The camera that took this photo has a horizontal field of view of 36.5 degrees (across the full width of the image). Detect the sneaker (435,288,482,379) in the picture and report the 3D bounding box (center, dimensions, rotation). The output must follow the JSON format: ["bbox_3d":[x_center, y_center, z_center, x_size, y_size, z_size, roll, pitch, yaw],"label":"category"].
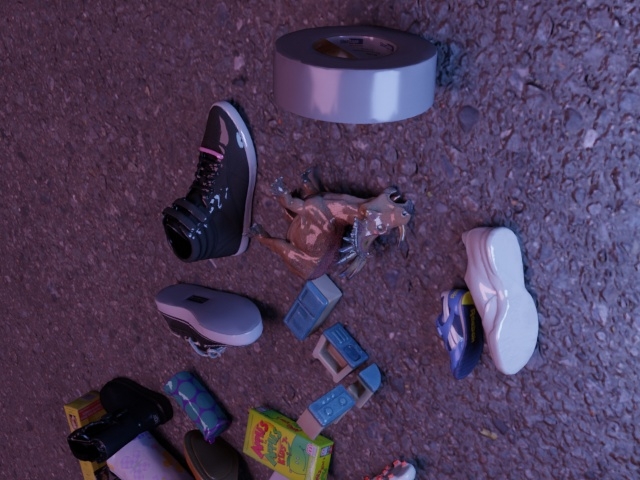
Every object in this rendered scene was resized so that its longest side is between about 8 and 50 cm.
[{"bbox_3d":[0.205,0.137,1.450,0.059,0.053,0.144,15,112,42],"label":"sneaker"}]

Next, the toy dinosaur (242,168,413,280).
[{"bbox_3d":[0.000,0.000,1.541,0.200,0.127,0.296,47,142,8],"label":"toy dinosaur"}]

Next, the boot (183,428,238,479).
[{"bbox_3d":[-0.221,0.554,2.023,0.283,0.109,0.220,45,130,25],"label":"boot"}]

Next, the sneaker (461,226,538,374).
[{"bbox_3d":[0.245,0.082,1.376,0.094,0.080,0.212,5,106,57],"label":"sneaker"}]

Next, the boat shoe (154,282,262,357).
[{"bbox_3d":[-0.208,0.165,1.836,0.306,0.113,0.105,10,123,45],"label":"boat shoe"}]

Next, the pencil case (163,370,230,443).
[{"bbox_3d":[-0.255,0.341,2.004,0.152,0.064,0.070,46,120,19],"label":"pencil case"}]

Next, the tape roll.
[{"bbox_3d":[0.045,-0.226,1.302,0.219,0.219,0.072,24,124,36],"label":"tape roll"}]

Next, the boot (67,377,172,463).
[{"bbox_3d":[-0.476,0.397,2.149,0.246,0.207,0.094,7,114,44],"label":"boot"}]

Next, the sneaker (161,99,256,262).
[{"bbox_3d":[-0.197,-0.087,1.671,0.104,0.146,0.296,26,125,37],"label":"sneaker"}]

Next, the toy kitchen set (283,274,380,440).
[{"bbox_3d":[-0.006,0.190,1.600,0.207,0.166,0.122,48,136,17],"label":"toy kitchen set"}]

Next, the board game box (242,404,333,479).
[{"bbox_3d":[-0.063,0.390,1.834,0.181,0.043,0.092,20,106,38],"label":"board game box"}]

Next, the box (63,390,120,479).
[{"bbox_3d":[-0.547,0.489,2.359,0.058,0.087,0.232,5,112,41],"label":"box"}]

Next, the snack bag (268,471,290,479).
[{"bbox_3d":[-0.027,0.637,1.944,0.323,0.037,0.343,48,136,17],"label":"snack bag"}]

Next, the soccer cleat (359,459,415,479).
[{"bbox_3d":[0.119,0.434,1.678,0.076,0.068,0.196,51,144,5],"label":"soccer cleat"}]

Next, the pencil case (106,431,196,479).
[{"bbox_3d":[-0.359,0.541,2.169,0.273,0.113,0.124,41,101,24],"label":"pencil case"}]
